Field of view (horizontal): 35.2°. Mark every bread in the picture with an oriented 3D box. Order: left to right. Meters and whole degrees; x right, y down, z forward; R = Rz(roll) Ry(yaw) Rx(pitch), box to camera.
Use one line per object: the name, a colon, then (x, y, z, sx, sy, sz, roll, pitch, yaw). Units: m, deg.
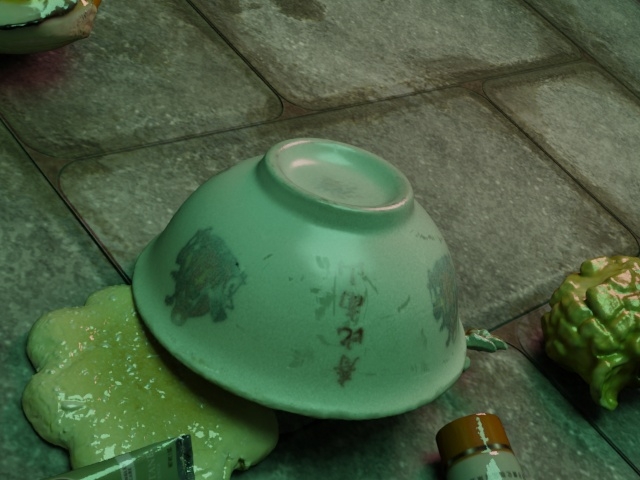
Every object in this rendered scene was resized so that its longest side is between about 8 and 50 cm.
bread: (-0.185, 0.163, 1.149, 0.316, 0.054, 0.316, 16, 39, -14)

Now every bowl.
bowl: (0.000, 0.000, 1.224, 0.435, 0.196, 0.434, 12, 29, -7)

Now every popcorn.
popcorn: (0.443, 0.135, 1.476, 0.235, 0.181, 0.216, 8, 44, -18)

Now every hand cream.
hand cream: (-0.231, 0.254, 0.988, 0.235, 0.055, 0.086, -7, 93, -28)
hand cream: (0.224, 0.354, 1.165, 0.140, 0.089, 0.314, 7, 47, -24)

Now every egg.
egg: (-0.461, -0.390, 1.480, 0.337, 0.201, 0.337, 3, 62, -6)

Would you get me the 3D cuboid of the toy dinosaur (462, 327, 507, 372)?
toy dinosaur: (0.047, 0.125, 1.310, 0.393, 0.092, 0.205, 16, 34, 5)
